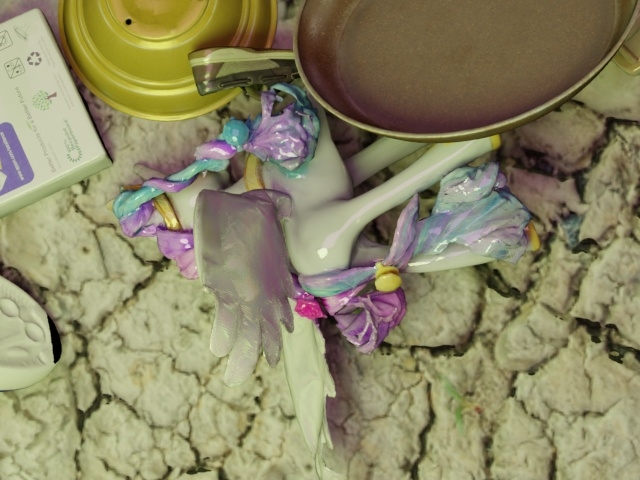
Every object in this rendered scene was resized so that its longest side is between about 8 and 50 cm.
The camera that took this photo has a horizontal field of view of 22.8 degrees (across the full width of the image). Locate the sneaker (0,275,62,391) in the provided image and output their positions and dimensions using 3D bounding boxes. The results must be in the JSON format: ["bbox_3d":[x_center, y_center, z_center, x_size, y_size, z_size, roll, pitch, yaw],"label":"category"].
[{"bbox_3d":[-0.434,0.121,1.476,0.322,0.236,0.130,14,45,-34],"label":"sneaker"}]

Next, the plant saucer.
[{"bbox_3d":[0.129,-0.193,1.380,0.310,0.050,0.311,-11,49,12],"label":"plant saucer"}]

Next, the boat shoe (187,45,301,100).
[{"bbox_3d":[-0.059,-0.157,1.502,0.152,0.056,0.049,-3,92,-34],"label":"boat shoe"}]

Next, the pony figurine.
[{"bbox_3d":[0.000,0.000,1.423,0.363,0.303,0.351,-22,51,2],"label":"pony figurine"}]

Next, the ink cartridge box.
[{"bbox_3d":[-0.382,-0.078,1.517,0.332,0.065,0.165,-24,83,-3],"label":"ink cartridge box"}]

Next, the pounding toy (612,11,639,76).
[{"bbox_3d":[0.262,-0.219,1.483,0.269,0.155,0.154,-8,70,31],"label":"pounding toy"}]

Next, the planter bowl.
[{"bbox_3d":[-0.151,-0.229,1.518,0.217,0.090,0.217,0,82,1],"label":"planter bowl"}]
